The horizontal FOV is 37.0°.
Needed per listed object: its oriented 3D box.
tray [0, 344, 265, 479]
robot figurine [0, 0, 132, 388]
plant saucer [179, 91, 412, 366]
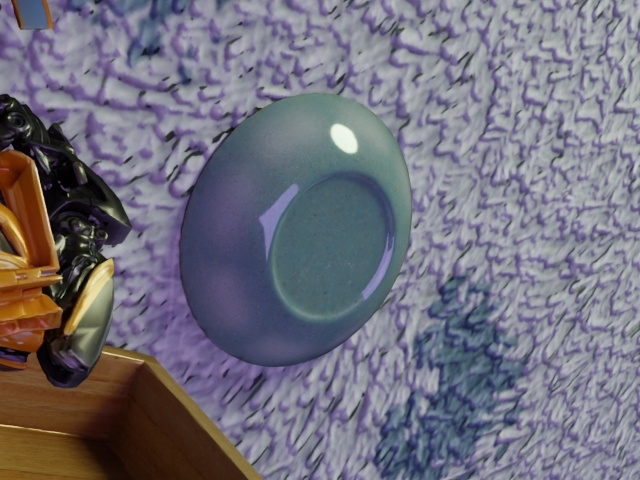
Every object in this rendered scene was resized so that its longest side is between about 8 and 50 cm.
[{"bbox_3d":[-0.212,0.087,0.396,0.411,0.203,0.076,21,99,-40],"label":"tray"},{"bbox_3d":[-0.183,-0.061,0.345,0.211,0.291,0.085,-8,154,-36],"label":"robot figurine"},{"bbox_3d":[0.000,0.000,0.644,0.195,0.037,0.194,-14,114,-35],"label":"plant saucer"}]
